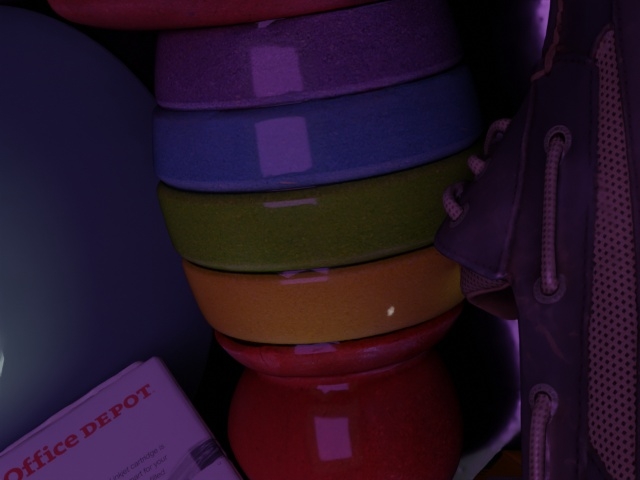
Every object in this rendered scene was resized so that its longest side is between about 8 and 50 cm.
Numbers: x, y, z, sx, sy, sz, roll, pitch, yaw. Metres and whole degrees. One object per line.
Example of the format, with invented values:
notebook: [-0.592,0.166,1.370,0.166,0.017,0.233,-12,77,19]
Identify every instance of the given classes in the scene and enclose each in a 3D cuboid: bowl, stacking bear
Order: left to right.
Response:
bowl: [-0.230,0.024,0.684,0.311,0.163,0.312,3,98,24]
stacking bear: [0.000,0.000,0.589,0.164,0.175,0.289,1,107,31]

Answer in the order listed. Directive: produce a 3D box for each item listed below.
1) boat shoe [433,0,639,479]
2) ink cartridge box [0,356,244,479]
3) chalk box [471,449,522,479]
boat shoe: [0.107,-0.010,0.484,0.130,0.132,0.355,-16,58,22]
ink cartridge box: [-0.083,0.149,0.613,0.109,0.063,0.150,-33,60,-10]
chalk box: [0.136,0.213,0.566,0.132,0.132,0.213,-4,97,23]
